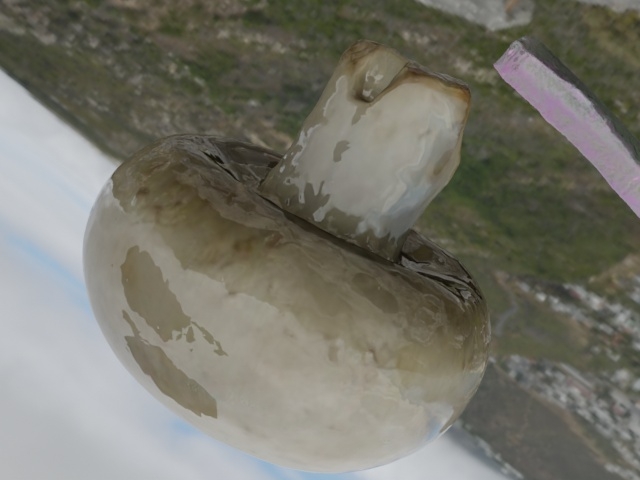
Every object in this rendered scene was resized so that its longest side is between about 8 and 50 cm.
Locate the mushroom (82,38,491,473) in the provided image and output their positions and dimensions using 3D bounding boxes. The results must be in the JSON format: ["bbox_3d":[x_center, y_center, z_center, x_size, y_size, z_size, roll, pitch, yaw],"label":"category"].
[{"bbox_3d":[0.000,0.000,0.442,0.204,0.204,0.204,38,178,1],"label":"mushroom"}]

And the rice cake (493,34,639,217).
[{"bbox_3d":[0.232,-0.097,0.804,0.207,0.047,0.036,43,-142,-12],"label":"rice cake"}]
